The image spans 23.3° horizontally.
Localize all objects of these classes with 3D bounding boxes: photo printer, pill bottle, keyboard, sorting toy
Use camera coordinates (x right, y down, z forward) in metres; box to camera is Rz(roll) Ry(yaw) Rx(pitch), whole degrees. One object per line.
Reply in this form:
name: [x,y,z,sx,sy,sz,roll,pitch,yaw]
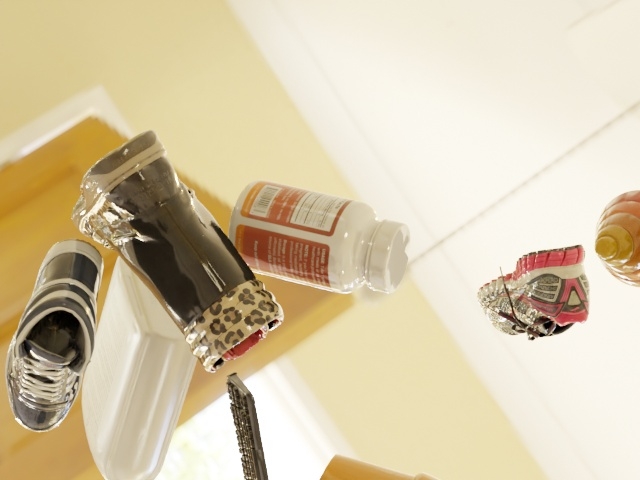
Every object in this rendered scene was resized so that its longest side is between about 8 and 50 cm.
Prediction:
photo printer: [-0.281,0.206,2.365,0.256,0.107,0.308,-118,-139,-56]
pill bottle: [0.000,0.000,1.995,0.216,0.121,0.121,14,-36,20]
keyboard: [-0.099,0.265,2.068,0.108,0.023,0.180,-138,-143,-62]
sorting toy: [0.451,-0.051,1.800,0.365,0.126,0.127,-32,-102,33]

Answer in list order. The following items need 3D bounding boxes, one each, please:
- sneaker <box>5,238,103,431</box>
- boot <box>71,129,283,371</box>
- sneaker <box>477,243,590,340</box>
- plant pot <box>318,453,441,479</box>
sneaker: [-0.332,0.151,1.887,0.153,0.099,0.282,-94,-160,-58]
boot: [-0.181,0.029,1.980,0.284,0.138,0.377,53,-16,5]
sneaker: [0.309,0.096,2.268,0.299,0.120,0.112,116,-35,-73]
plant pot: [0.077,0.430,2.411,0.188,0.205,0.205,27,-24,10]
